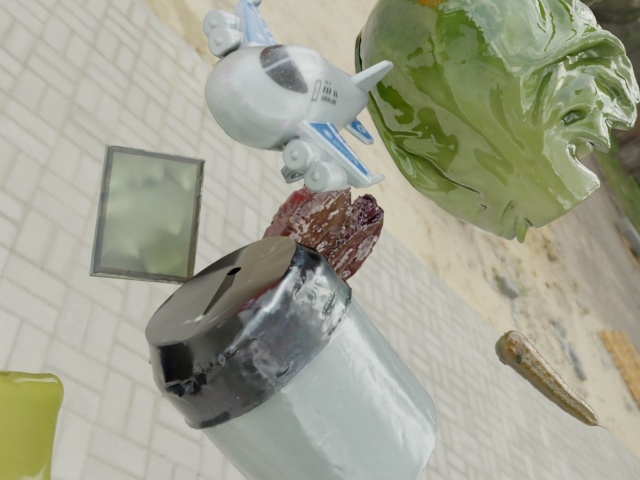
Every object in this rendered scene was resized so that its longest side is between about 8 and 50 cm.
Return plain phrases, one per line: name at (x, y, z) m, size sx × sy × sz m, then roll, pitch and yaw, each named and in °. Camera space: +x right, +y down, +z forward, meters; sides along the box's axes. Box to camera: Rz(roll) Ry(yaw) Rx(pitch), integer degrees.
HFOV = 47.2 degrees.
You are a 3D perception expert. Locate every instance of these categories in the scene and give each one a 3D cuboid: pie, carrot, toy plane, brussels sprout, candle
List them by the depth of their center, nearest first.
candle at (-0.011, 0.173, 0.781) m, size 0.342 × 0.221 × 0.221 m, roll 54°, pitch 26°, yaw -17°
toy plane at (-0.022, -0.162, 0.813) m, size 0.267 × 0.123 × 0.266 m, roll 30°, pitch 37°, yaw -26°
pie at (0.000, 0.000, 1.022) m, size 0.054 × 0.204 × 0.218 m, roll 39°, pitch -9°, yaw 31°
brussels sprout at (0.221, -0.231, 1.060) m, size 0.361 × 0.342 × 0.425 m, roll 31°, pitch 18°, yaw -11°
carrot at (0.504, 0.313, 1.586) m, size 0.298 × 0.078 × 0.078 m, roll 43°, pitch 23°, yaw 14°

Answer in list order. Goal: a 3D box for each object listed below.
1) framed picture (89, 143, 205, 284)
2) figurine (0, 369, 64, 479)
framed picture at (-0.287, -0.043, 1.229) m, size 0.173 × 0.010 × 0.231 m, roll 8°, pitch 74°, yaw -16°
figurine at (-0.479, 0.262, 0.685) m, size 0.266 × 0.378 × 0.361 m, roll 52°, pitch 41°, yaw -55°
